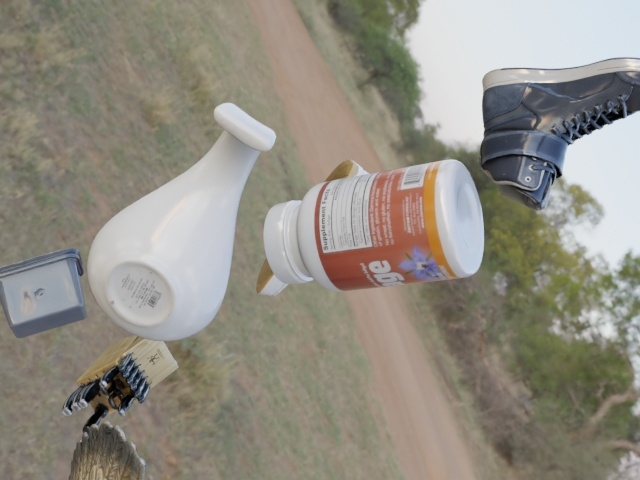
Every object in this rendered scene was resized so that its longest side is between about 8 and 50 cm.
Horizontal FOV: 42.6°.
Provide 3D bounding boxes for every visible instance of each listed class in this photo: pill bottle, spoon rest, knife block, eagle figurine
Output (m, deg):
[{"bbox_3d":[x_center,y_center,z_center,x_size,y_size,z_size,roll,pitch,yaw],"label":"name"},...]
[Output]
[{"bbox_3d":[0.054,-0.010,0.869,0.121,0.216,0.121,27,59,-58],"label":"pill bottle"},{"bbox_3d":[-0.122,-0.012,0.756,0.137,0.276,0.084,35,30,-5],"label":"spoon rest"},{"bbox_3d":[-0.409,0.277,1.572,0.242,0.275,0.088,-35,101,-36],"label":"knife block"},{"bbox_3d":[-0.212,0.367,0.846,0.226,0.225,0.298,10,-43,48],"label":"eagle figurine"}]

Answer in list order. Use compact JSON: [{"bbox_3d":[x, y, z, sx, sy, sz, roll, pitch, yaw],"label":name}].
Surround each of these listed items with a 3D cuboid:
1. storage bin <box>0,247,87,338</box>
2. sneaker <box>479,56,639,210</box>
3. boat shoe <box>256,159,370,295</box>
[{"bbox_3d":[-0.410,0.085,1.214,0.098,0.135,0.091,104,-33,-62],"label":"storage bin"},{"bbox_3d":[0.288,-0.114,0.920,0.086,0.226,0.164,39,55,-57],"label":"sneaker"},{"bbox_3d":[0.000,0.000,1.353,0.096,0.277,0.098,33,21,-22],"label":"boat shoe"}]
